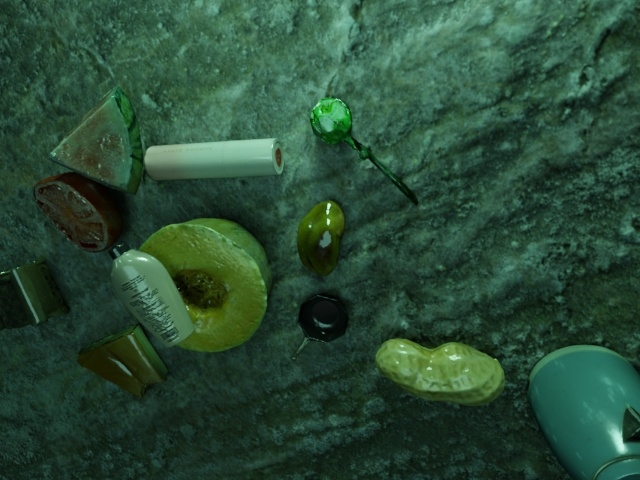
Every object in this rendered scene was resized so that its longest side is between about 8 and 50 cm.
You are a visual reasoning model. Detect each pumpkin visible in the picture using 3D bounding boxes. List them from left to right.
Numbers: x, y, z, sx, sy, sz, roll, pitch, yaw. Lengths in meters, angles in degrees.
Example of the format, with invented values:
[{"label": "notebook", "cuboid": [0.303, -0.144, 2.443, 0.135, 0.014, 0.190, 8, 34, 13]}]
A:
[{"label": "pumpkin", "cuboid": [-0.275, 0.087, 1.124, 0.332, 0.199, 0.332, 3, 113, 7]}]

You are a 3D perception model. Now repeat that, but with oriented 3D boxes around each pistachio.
[{"label": "pistachio", "cuboid": [-0.003, -0.002, 1.069, 0.110, 0.100, 0.189, 14, 111, 7]}]

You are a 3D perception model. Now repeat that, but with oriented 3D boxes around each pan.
[{"label": "pan", "cuboid": [-0.020, 0.213, 1.170, 0.202, 0.048, 0.128, -30, 97, 19]}]

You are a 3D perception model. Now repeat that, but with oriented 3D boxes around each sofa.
[{"label": "sofa", "cuboid": [-0.910, 0.178, 1.298, 0.258, 0.182, 0.200, -12, 105, 17]}]

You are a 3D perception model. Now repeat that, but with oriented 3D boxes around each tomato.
[{"label": "tomato", "cuboid": [-0.624, -0.084, 1.180, 0.237, 0.095, 0.237, 13, 130, 15]}]

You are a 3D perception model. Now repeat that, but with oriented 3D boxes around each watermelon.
[{"label": "watermelon", "cuboid": [-0.520, -0.230, 1.039, 0.201, 0.213, 0.261, -5, 103, -29]}]

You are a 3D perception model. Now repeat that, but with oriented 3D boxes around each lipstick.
[{"label": "lipstick", "cuboid": [-0.255, -0.192, 1.075, 0.327, 0.087, 0.087, -1, 107, 14]}]

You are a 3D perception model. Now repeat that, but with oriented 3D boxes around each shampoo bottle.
[{"label": "shampoo bottle", "cuboid": [-0.387, 0.117, 1.009, 0.127, 0.078, 0.257, -27, 105, 12]}]

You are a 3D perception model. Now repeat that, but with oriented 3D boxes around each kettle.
[{"label": "kettle", "cuboid": [0.596, 0.444, 0.942, 0.247, 0.342, 0.319, 4, 109, 11]}]

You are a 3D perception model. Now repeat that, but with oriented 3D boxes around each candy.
[{"label": "candy", "cuboid": [0.106, -0.188, 1.005, 0.323, 0.097, 0.097, 41, 112, -10]}]

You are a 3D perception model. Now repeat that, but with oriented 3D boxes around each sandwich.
[{"label": "sandwich", "cuboid": [-0.597, 0.387, 1.355, 0.245, 0.063, 0.212, -24, 102, 20]}]

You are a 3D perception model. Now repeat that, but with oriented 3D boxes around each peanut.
[{"label": "peanut", "cuboid": [0.285, 0.316, 1.092, 0.305, 0.147, 0.147, 0, 107, 18]}]
